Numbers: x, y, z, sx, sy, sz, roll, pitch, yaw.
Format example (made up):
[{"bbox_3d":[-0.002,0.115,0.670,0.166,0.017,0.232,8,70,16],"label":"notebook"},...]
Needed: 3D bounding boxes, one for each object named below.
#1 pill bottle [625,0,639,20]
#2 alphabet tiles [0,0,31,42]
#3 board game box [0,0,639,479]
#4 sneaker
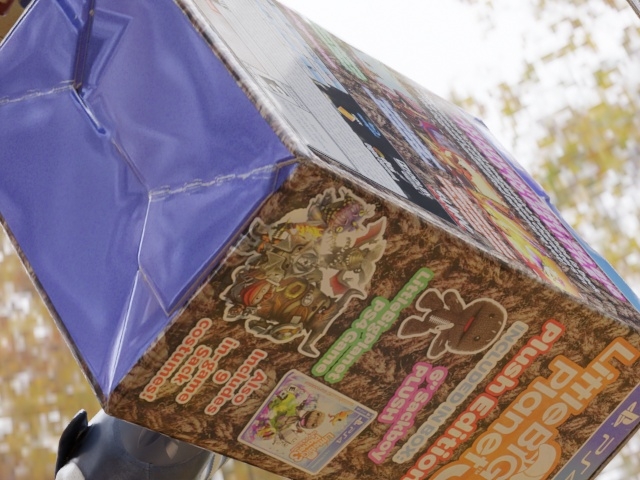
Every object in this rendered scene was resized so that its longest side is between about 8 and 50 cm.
[{"bbox_3d":[0.331,-0.265,1.621,0.210,0.210,0.363,-34,-57,15],"label":"pill bottle"},{"bbox_3d":[-0.245,-0.229,1.150,0.342,0.285,0.011,-56,-16,-1],"label":"alphabet tiles"},{"bbox_3d":[0.000,0.000,0.964,0.291,0.232,0.141,26,-70,-42],"label":"board game box"},{"bbox_3d":[-0.167,0.212,1.798,0.130,0.323,0.236,38,-93,4],"label":"sneaker"}]
